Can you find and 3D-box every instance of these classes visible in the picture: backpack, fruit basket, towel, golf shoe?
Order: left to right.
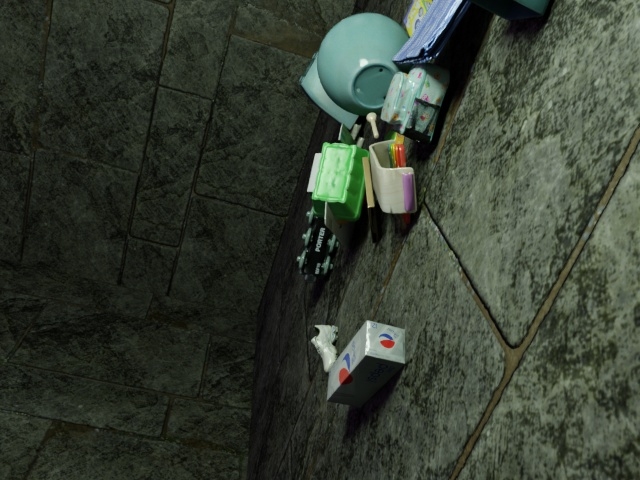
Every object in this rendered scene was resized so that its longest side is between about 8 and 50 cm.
[{"bbox_3d":[0.008,0.345,1.887,0.176,0.086,0.069,-90,19,-48],"label":"golf shoe"},{"bbox_3d":[0.074,-0.161,1.917,0.353,0.165,0.327,52,-131,-74],"label":"fruit basket"},{"bbox_3d":[0.106,-0.321,2.411,0.312,0.056,0.324,-112,35,-78],"label":"towel"},{"bbox_3d":[0.238,-0.352,1.470,0.166,0.144,0.188,-102,36,-75],"label":"backpack"},{"bbox_3d":[0.275,-0.530,1.405,0.243,0.040,0.336,-56,13,9],"label":"towel"}]

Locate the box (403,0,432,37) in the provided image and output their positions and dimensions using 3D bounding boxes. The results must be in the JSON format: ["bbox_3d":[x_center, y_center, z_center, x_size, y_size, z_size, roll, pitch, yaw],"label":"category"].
[{"bbox_3d":[0.295,-0.603,1.680,0.105,0.043,0.179,118,144,-52],"label":"box"}]

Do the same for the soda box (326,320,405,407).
[{"bbox_3d":[0.103,0.301,1.411,0.286,0.098,0.091,118,162,-51],"label":"soda box"}]

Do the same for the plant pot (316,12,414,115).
[{"bbox_3d":[0.140,-0.471,1.683,0.195,0.290,0.290,-97,23,-54],"label":"plant pot"}]

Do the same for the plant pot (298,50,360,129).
[{"bbox_3d":[0.058,-0.614,2.322,0.248,0.252,0.247,-58,13,10],"label":"plant pot"}]

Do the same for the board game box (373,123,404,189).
[{"bbox_3d":[0.215,-0.284,1.783,0.124,0.039,0.259,156,125,-76],"label":"board game box"}]

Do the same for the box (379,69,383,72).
[{"bbox_3d":[0.172,-0.586,1.870,0.183,0.233,0.059,154,124,-77],"label":"box"}]

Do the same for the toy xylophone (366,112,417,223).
[{"bbox_3d":[0.178,-0.195,1.531,0.322,0.081,0.236,-96,-3,-59],"label":"toy xylophone"}]

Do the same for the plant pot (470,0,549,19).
[{"bbox_3d":[0.357,-0.550,1.071,0.165,0.165,0.234,-109,43,-72],"label":"plant pot"}]

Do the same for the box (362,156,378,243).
[{"bbox_3d":[0.146,-0.117,1.726,0.164,0.021,0.201,77,-172,-50],"label":"box"}]

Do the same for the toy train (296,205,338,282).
[{"bbox_3d":[0.000,0.000,2.300,0.190,0.142,0.333,26,-103,-88],"label":"toy train"}]
